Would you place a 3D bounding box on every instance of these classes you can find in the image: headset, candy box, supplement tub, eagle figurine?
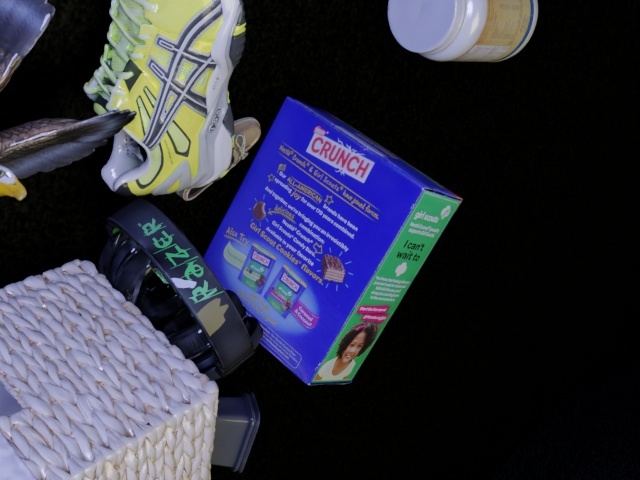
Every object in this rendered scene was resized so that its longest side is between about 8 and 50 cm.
[{"bbox_3d":[-0.205,0.101,1.179,0.185,0.243,0.394,-37,167,-17],"label":"headset"},{"bbox_3d":[0.000,0.000,1.274,0.122,0.268,0.317,6,117,-56],"label":"candy box"},{"bbox_3d":[0.209,-0.335,1.309,0.200,0.144,0.144,-10,129,-44],"label":"supplement tub"},{"bbox_3d":[-0.346,-0.095,0.864,0.298,0.225,0.226,-59,-175,-28],"label":"eagle figurine"}]

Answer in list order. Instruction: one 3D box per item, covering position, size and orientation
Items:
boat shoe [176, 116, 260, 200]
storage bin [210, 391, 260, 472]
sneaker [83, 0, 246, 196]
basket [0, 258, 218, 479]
[{"bbox_3d":[-0.135,-0.109,1.208,0.153,0.048,0.056,-36,144,-21],"label":"boat shoe"},{"bbox_3d":[-0.172,0.327,1.559,0.091,0.098,0.135,10,118,-22],"label":"storage bin"},{"bbox_3d":[-0.179,-0.197,0.990,0.147,0.145,0.384,-28,139,-30],"label":"sneaker"},{"bbox_3d":[-0.321,0.258,1.095,0.266,0.328,0.331,-24,138,-37],"label":"basket"}]
